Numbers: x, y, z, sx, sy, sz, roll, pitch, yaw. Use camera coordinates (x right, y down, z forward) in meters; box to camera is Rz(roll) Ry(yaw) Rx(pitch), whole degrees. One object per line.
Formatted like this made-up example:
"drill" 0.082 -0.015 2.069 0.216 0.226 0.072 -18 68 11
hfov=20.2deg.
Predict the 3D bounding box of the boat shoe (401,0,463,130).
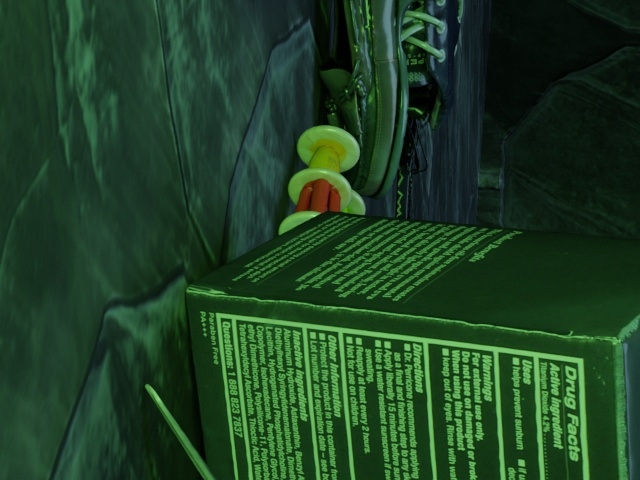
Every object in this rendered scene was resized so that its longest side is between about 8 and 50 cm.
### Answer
"boat shoe" 0.092 -0.238 1.722 0.340 0.127 0.158 77 11 -63

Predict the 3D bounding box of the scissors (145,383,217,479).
"scissors" -0.020 0.208 1.063 0.297 0.021 0.109 57 6 1

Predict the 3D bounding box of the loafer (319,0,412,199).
"loafer" 0.028 -0.170 1.585 0.096 0.084 0.268 -153 -114 -65

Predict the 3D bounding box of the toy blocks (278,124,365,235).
"toy blocks" 0.000 0.000 1.458 0.123 0.054 0.148 82 13 -46

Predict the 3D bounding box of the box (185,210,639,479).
"box" 0.097 0.153 1.138 0.182 0.294 0.296 -29 120 -52

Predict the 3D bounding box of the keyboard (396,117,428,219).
"keyboard" 0.118 -0.109 2.239 0.100 0.038 0.192 10 82 -81
